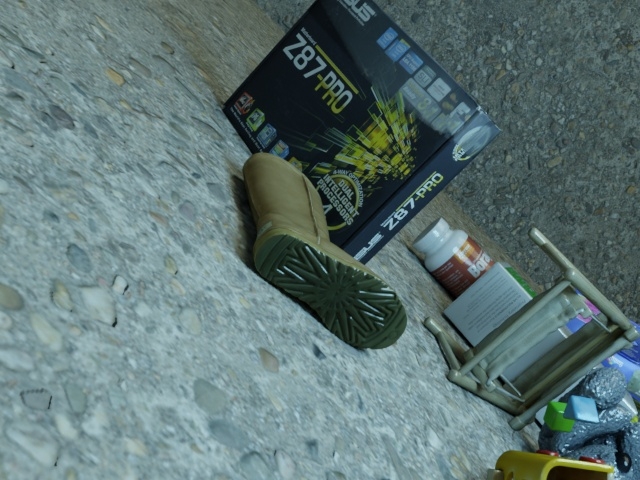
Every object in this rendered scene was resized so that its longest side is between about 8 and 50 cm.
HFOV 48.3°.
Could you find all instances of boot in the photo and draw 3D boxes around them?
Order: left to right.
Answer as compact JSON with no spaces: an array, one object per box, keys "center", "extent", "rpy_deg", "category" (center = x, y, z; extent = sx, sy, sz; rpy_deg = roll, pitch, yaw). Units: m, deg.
[{"center":[0.000,0.000,0.957],"extent":[0.236,0.089,0.269],"rpy_deg":[40,14,-22],"category":"boot"}]

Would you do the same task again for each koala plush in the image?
[{"center":[0.402,0.342,1.054],"extent":[0.196,0.203,0.221],"rpy_deg":[44,36,4],"category":"koala plush"}]

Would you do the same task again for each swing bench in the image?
[{"center":[0.359,0.164,1.180],"extent":[0.254,0.253,0.165],"rpy_deg":[39,16,-24],"category":"swing bench"}]

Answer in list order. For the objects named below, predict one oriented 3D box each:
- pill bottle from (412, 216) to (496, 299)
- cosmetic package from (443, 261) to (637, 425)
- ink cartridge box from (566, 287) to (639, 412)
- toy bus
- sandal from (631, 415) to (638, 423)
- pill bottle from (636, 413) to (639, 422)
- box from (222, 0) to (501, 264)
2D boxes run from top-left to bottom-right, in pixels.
[{"center":[0.314,0.055,1.609],"extent":[0.216,0.121,0.121],"rpy_deg":[45,15,-3],"category":"pill bottle"},{"center":[0.429,0.226,1.407],"extent":[0.365,0.155,0.197],"rpy_deg":[48,13,14],"category":"cosmetic package"},{"center":[0.634,0.255,1.601],"extent":[0.270,0.151,0.395],"rpy_deg":[33,-4,18],"category":"ink cartridge box"},{"center":[0.242,0.286,0.812],"extent":[0.104,0.202,0.191],"rpy_deg":[12,30,-8],"category":"toy bus"},{"center":[0.635,0.445,1.519],"extent":[0.317,0.126,0.138],"rpy_deg":[6,78,-78],"category":"sandal"},{"center":[0.835,0.443,1.935],"extent":[0.278,0.162,0.162],"rpy_deg":[54,16,26],"category":"pill bottle"},{"center":[0.046,-0.197,1.155],"extent":[0.097,0.318,0.395],"rpy_deg":[26,26,-54],"category":"box"}]
